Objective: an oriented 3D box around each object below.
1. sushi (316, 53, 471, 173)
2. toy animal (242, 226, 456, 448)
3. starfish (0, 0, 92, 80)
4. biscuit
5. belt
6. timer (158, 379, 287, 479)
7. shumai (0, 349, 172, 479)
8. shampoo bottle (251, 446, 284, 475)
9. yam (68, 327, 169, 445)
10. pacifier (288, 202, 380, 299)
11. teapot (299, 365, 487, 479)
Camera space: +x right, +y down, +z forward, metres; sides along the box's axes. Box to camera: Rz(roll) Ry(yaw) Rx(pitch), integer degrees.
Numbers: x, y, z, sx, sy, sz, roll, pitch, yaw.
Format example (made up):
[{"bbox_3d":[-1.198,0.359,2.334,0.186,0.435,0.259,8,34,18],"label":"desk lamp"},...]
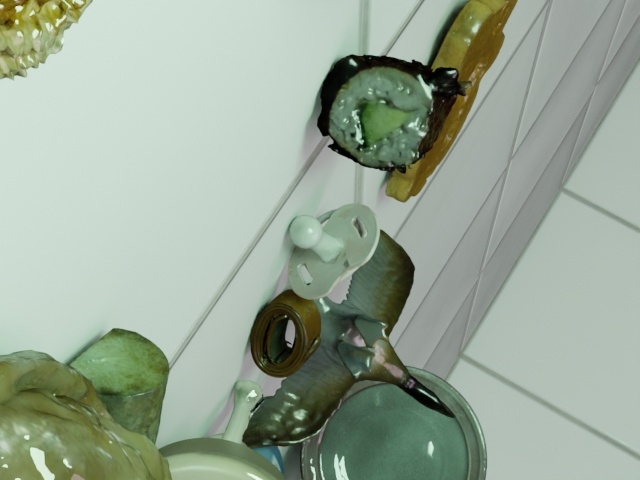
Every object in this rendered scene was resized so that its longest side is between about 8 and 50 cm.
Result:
[{"bbox_3d":[0.054,-0.104,1.042,0.098,0.094,0.084,-63,169,11],"label":"sushi"},{"bbox_3d":[0.038,0.117,1.294,0.272,0.197,0.160,-54,164,-9],"label":"toy animal"},{"bbox_3d":[-0.140,-0.056,0.371,0.303,0.113,0.312,26,84,-80],"label":"starfish"},{"bbox_3d":[0.129,-0.150,1.370,0.184,0.035,0.249,-46,162,-46],"label":"biscuit"},{"bbox_3d":[-0.029,0.084,1.212,0.036,0.059,0.083,-44,159,-50],"label":"belt"},{"bbox_3d":[-0.092,0.219,1.148,0.175,0.175,0.266,-63,-174,10],"label":"timer"},{"bbox_3d":[-0.125,0.225,0.697,0.267,0.262,0.314,-47,160,-48],"label":"shumai"},{"bbox_3d":[-0.080,0.305,1.280,0.258,0.061,0.104,-80,169,-51],"label":"shampoo bottle"},{"bbox_3d":[-0.141,0.134,0.876,0.068,0.068,0.169,-47,157,-47],"label":"yam"},{"bbox_3d":[0.000,0.000,1.165,0.099,0.081,0.078,-42,137,14],"label":"pacifier"},{"bbox_3d":[0.062,0.313,1.796,0.315,0.233,0.312,-30,170,-2],"label":"teapot"}]
